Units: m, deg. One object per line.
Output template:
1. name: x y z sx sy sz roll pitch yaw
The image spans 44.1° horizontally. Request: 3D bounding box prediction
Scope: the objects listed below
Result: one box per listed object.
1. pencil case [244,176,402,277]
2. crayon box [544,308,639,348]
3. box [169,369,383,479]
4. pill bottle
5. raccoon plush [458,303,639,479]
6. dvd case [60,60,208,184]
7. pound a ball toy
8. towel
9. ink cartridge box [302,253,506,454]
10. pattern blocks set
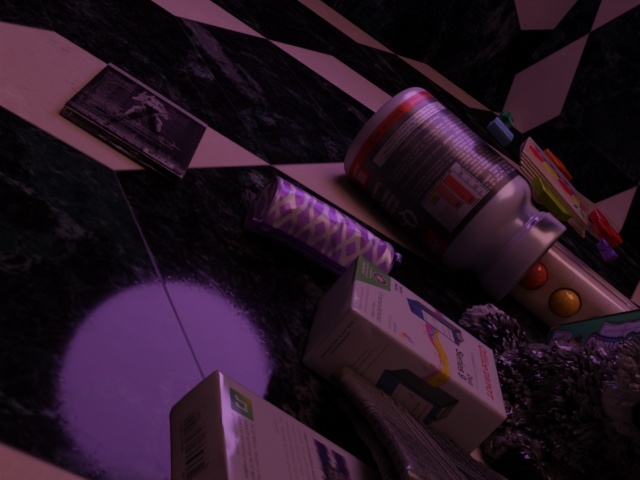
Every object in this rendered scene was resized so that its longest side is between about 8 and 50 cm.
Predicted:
1. pencil case: 0.000 0.000 1.034 0.206 0.086 0.088 30 50 -17
2. crayon box: 0.542 0.219 1.127 0.313 0.363 0.106 35 66 -12
3. box: 0.036 0.252 0.538 0.322 0.058 0.232 38 19 -29
4. pill bottle: 0.233 -0.080 1.383 0.363 0.210 0.210 44 22 14
5. raccoon plush: 0.329 0.135 0.984 0.216 0.299 0.446 23 26 -35
6. dvd case: -0.239 -0.162 1.056 0.164 0.018 0.221 32 23 -14
7. pound a ball toy: 0.464 0.060 1.474 0.319 0.208 0.136 40 21 3
8. towel: 0.148 0.244 0.696 0.312 0.056 0.324 35 -1 -8
9. ink cartridge box: 0.098 0.133 0.904 0.212 0.093 0.154 37 21 -8
10. pattern blocks set: 0.410 -0.095 1.386 0.325 0.026 0.285 53 26 6
